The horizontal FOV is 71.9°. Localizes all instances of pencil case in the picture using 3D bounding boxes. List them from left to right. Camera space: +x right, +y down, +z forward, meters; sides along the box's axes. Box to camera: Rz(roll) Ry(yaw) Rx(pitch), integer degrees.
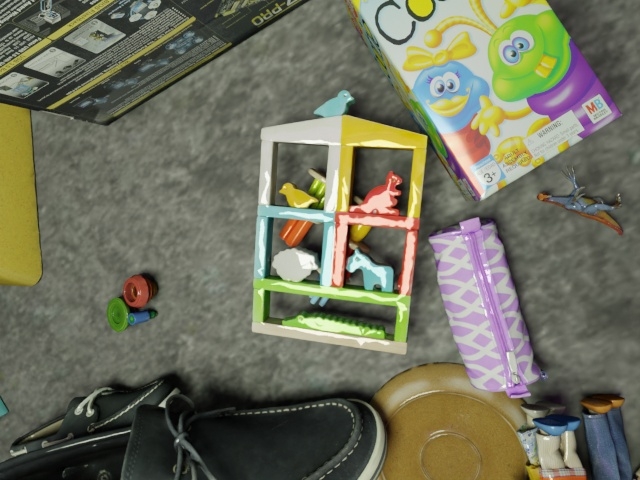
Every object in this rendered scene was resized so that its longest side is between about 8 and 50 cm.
[{"bbox_3d":[0.190,0.076,0.515,0.086,0.088,0.206,-19,90,12],"label":"pencil case"}]

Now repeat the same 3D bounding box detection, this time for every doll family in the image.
[{"bbox_3d":[0.305,0.264,0.492,0.262,0.118,0.163,-1,82,-19],"label":"doll family"}]

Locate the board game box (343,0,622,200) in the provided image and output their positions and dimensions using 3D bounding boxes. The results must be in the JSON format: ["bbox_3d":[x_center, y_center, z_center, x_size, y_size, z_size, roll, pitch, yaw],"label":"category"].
[{"bbox_3d":[0.150,-0.195,0.472,0.144,0.142,0.275,-33,87,14],"label":"board game box"}]

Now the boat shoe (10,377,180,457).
[{"bbox_3d":[-0.339,0.271,0.643,0.302,0.114,0.091,-34,91,12],"label":"boat shoe"}]

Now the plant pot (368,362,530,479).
[{"bbox_3d":[0.166,0.277,0.567,0.236,0.032,0.237,1,94,13],"label":"plant pot"}]

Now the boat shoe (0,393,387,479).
[{"bbox_3d":[-0.163,0.275,0.505,0.499,0.187,0.156,-14,111,-5],"label":"boat shoe"}]

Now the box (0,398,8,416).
[{"bbox_3d":[-0.650,0.333,0.728,0.244,0.100,0.060,-32,89,14],"label":"box"}]

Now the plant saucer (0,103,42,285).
[{"bbox_3d":[-0.616,-0.089,0.694,0.332,0.081,0.333,0,95,12],"label":"plant saucer"}]

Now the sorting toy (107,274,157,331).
[{"bbox_3d":[-0.272,0.096,0.654,0.102,0.042,0.061,-48,68,24],"label":"sorting toy"}]

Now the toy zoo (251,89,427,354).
[{"bbox_3d":[0.019,-0.024,0.518,0.192,0.030,0.293,6,98,12],"label":"toy zoo"}]

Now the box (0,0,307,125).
[{"bbox_3d":[-0.198,-0.267,0.457,0.394,0.318,0.097,-25,88,15],"label":"box"}]

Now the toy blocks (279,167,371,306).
[{"bbox_3d":[0.000,0.000,0.570,0.123,0.054,0.148,32,102,8],"label":"toy blocks"}]

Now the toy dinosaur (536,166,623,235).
[{"bbox_3d":[0.296,-0.039,0.506,0.082,0.047,0.090,-7,104,32],"label":"toy dinosaur"}]
